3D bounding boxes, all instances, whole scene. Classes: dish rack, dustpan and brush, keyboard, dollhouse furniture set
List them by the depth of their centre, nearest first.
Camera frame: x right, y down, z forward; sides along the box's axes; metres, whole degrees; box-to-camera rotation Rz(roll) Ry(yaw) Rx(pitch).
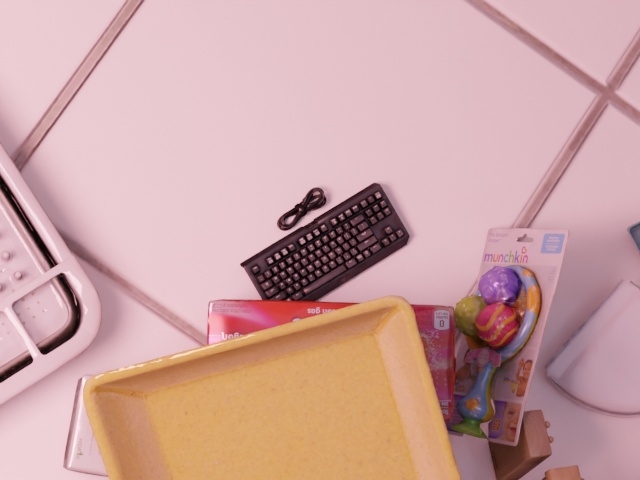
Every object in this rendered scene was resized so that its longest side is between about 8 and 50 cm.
[{"bbox_3d":[-0.419,0.030,1.784,0.285,0.072,0.333,-32,90,-12],"label":"dish rack"},{"bbox_3d":[0.267,0.270,1.856,0.123,0.144,0.151,-5,69,-16],"label":"dollhouse furniture set"},{"bbox_3d":[0.000,0.000,1.889,0.180,0.023,0.108,-31,89,-13],"label":"keyboard"},{"bbox_3d":[0.371,0.162,1.926,0.211,0.060,0.147,41,89,3],"label":"dustpan and brush"}]

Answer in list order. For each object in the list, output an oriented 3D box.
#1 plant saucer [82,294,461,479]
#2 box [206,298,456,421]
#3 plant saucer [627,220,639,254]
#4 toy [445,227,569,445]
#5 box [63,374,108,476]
[{"bbox_3d":[-0.030,0.238,1.704,0.333,0.081,0.332,-15,103,5],"label":"plant saucer"},{"bbox_3d":[0.011,0.126,1.796,0.257,0.128,0.122,1,86,1],"label":"box"},{"bbox_3d":[0.419,0.057,1.961,0.067,0.018,0.192,-27,88,-12],"label":"plant saucer"},{"bbox_3d":[0.181,0.095,1.848,0.056,0.137,0.237,18,81,-33],"label":"toy"},{"bbox_3d":[-0.216,0.195,1.784,0.087,0.101,0.102,11,81,-9],"label":"box"}]
